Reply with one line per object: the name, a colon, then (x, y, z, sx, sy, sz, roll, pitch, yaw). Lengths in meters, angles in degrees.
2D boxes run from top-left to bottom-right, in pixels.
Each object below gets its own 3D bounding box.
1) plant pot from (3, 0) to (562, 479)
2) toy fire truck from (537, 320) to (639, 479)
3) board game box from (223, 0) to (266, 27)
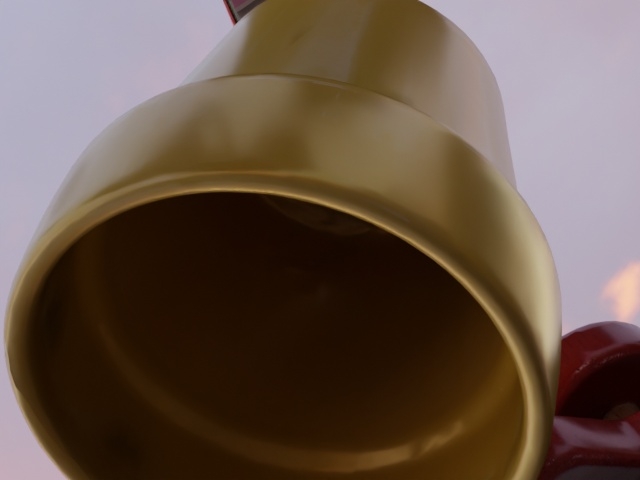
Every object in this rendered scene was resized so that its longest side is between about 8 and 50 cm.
plant pot: (0.000, 0.000, 0.857, 0.239, 0.254, 0.254, -72, -9, -50)
toy fire truck: (0.209, 0.195, 0.949, 0.302, 0.169, 0.254, 6, -69, -29)
board game box: (0.035, -0.310, 1.081, 0.316, 0.064, 0.242, -25, -68, 1)
